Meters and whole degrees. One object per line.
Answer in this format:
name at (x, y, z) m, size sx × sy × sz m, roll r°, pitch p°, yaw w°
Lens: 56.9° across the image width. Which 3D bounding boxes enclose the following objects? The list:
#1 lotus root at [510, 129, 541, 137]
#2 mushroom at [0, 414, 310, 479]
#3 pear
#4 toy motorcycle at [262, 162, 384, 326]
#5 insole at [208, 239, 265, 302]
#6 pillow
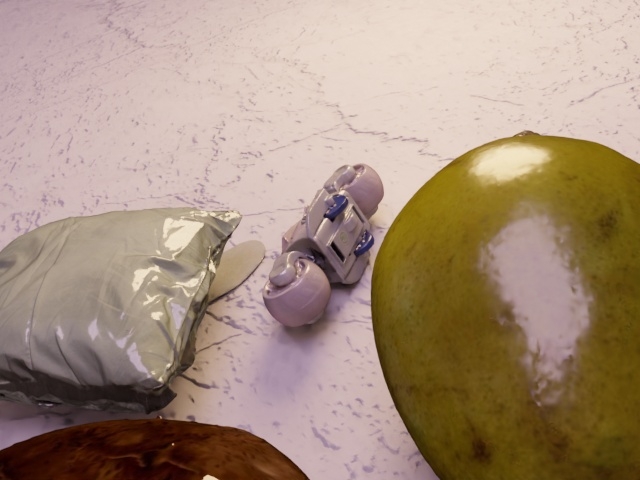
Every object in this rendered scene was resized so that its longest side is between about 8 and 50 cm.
lotus root at (0.261, -0.113, 0.775) m, size 0.049 × 0.054 × 0.099 m, roll 36°, pitch 59°, yaw 18°
mushroom at (-0.149, 0.226, 0.359) m, size 0.344 × 0.239 × 0.345 m, roll 12°, pitch 15°, yaw -3°
pear at (0.166, 0.061, 0.457) m, size 0.252 × 0.253 × 0.307 m, roll -8°, pitch 51°, yaw 7°
toy motorcycle at (0.000, 0.000, 0.700) m, size 0.112 × 0.113 × 0.254 m, roll 9°, pitch 45°, yaw 24°
insole at (-0.143, 0.060, 0.727) m, size 0.065 × 0.004 × 0.197 m, roll 26°, pitch 54°, yaw 37°
pillow at (-0.253, 0.062, 0.655) m, size 0.309 × 0.138 × 0.283 m, roll -4°, pitch 37°, yaw 17°
